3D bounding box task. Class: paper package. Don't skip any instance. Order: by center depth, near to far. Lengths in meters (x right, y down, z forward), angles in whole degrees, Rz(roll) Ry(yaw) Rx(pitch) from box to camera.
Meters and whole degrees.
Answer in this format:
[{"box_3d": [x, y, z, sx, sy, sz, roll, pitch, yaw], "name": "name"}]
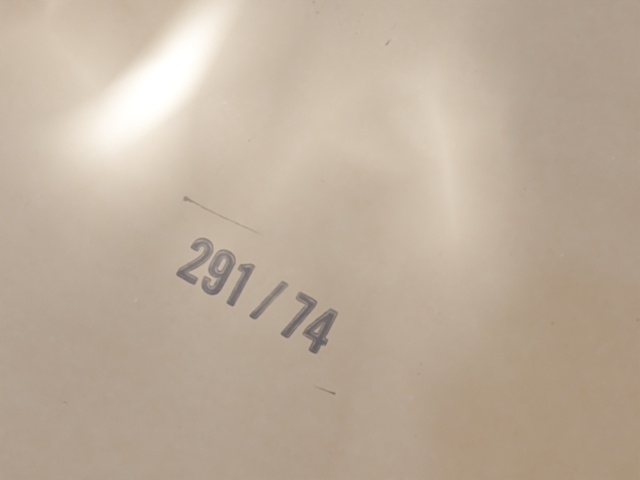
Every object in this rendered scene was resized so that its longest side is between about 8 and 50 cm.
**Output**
[{"box_3d": [0.000, 0.000, 0.501, 0.168, 0.325, 0.309, 14, 100, -84], "name": "paper package"}]
